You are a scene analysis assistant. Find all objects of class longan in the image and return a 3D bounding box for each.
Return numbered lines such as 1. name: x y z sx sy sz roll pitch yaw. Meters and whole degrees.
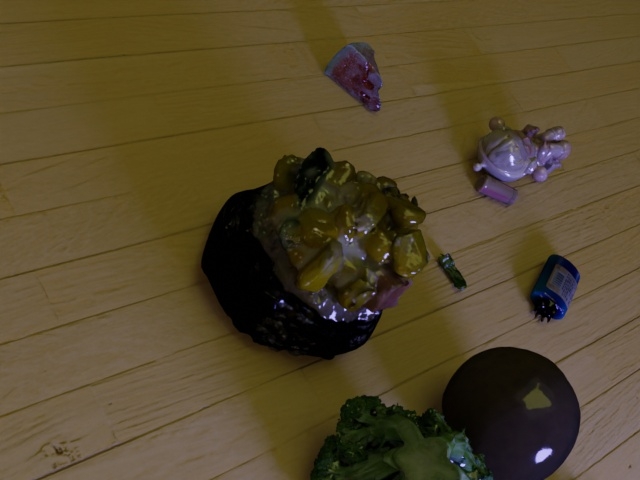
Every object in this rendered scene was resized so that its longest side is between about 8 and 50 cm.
1. longan: 0.316 0.304 1.432 0.248 0.248 0.248 18 49 -21

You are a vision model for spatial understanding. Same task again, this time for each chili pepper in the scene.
1. chili pepper: 0.270 0.065 1.715 0.030 0.034 0.091 -26 71 -8

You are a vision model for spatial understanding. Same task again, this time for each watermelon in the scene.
1. watermelon: 0.082 -0.377 1.888 0.121 0.098 0.158 4 59 -30

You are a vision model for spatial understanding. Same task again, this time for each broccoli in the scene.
1. broccoli: 0.137 0.362 1.255 0.295 0.245 0.265 27 61 20

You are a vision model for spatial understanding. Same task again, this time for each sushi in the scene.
1. sushi: 0.000 0.000 1.405 0.329 0.285 0.327 25 47 -13

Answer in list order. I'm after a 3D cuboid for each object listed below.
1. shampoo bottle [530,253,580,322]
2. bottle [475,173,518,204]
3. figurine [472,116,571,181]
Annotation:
1. shampoo bottle: 0.505 0.108 1.814 0.087 0.050 0.183 42 44 -1
2. bottle: 0.406 -0.116 1.927 0.096 0.045 0.045 22 48 -19
3. figurine: 0.458 -0.212 1.984 0.257 0.145 0.181 -6 81 -39
